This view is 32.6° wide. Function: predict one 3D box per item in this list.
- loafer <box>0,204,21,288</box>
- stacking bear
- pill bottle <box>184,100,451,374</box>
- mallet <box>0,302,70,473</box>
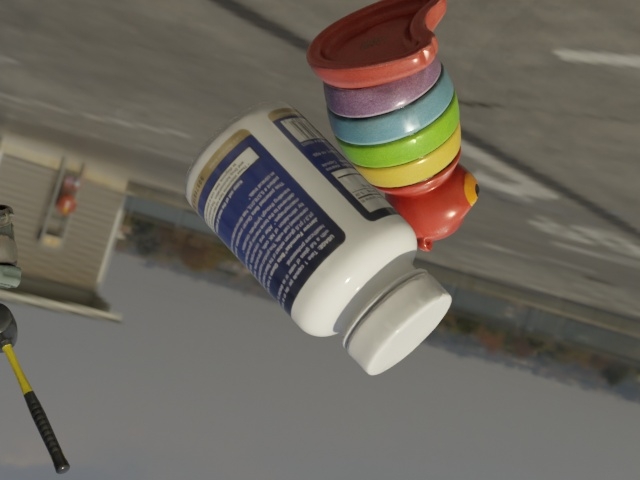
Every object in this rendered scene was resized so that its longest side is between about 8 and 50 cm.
[{"bbox_3d":[-0.319,-0.012,0.942,0.096,0.084,0.267,6,171,-2],"label":"loafer"},{"bbox_3d":[0.105,-0.125,1.311,0.164,0.175,0.289,-10,125,21],"label":"stacking bear"},{"bbox_3d":[0.000,0.000,0.685,0.169,0.094,0.094,47,-170,20],"label":"pill bottle"},{"bbox_3d":[-0.298,0.145,1.101,0.190,0.039,0.062,56,159,26],"label":"mallet"}]
